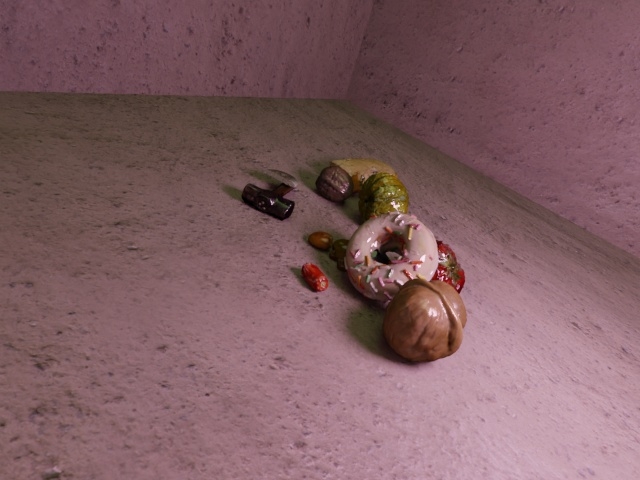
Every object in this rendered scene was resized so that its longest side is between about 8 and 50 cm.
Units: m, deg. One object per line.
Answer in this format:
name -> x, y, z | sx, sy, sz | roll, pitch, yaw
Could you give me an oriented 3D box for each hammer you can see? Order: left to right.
hammer -> -0.201, -0.232, 2.218 | 0.242, 0.095, 0.409 | 23, 25, 8

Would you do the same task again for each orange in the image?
orange -> 0.316, -0.186, 2.183 | 0.223, 0.300, 0.301 | -4, 18, -19

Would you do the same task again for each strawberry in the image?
strawberry -> 0.465, 0.139, 1.847 | 0.274, 0.220, 0.274 | 22, 57, -39

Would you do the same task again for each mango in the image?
mango -> 0.000, 0.000, 1.953 | 0.114, 0.060, 0.080 | 26, 47, 19

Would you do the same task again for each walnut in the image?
walnut -> 0.081, -0.296, 2.367 | 0.178, 0.178, 0.230 | -13, 44, -42
walnut -> 0.351, 0.267, 1.516 | 0.296, 0.285, 0.285 | -14, 43, -33

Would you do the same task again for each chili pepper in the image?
chili pepper -> -0.020, 0.141, 1.710 | 0.070, 0.073, 0.123 | -37, 46, -4

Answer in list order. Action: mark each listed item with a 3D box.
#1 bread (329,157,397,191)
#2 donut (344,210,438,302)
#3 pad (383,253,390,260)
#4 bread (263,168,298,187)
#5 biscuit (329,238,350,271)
bread -> 0.240, -0.373, 2.583 | 0.375, 0.165, 0.236 | -7, 34, -35
donut -> 0.262, 0.051, 1.739 | 0.383, 0.142, 0.382 | -14, 53, 19
pad -> 0.257, 0.097, 1.956 | 0.170, 0.006, 0.245 | 15, 29, -27
bread -> -0.181, -0.325, 2.287 | 0.193, 0.036, 0.112 | 29, 24, 19
biscuit -> 0.123, 0.063, 1.945 | 0.180, 0.039, 0.236 | 10, 30, -12
